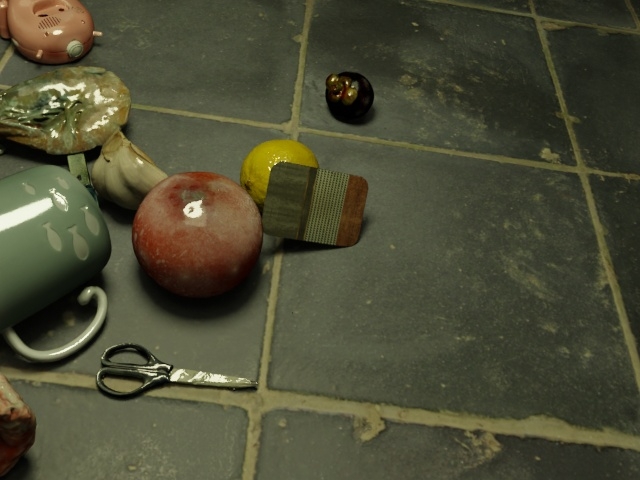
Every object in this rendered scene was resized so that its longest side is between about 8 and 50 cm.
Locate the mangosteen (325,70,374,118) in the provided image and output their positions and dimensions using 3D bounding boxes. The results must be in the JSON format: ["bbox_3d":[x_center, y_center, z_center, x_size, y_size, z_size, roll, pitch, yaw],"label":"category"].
[{"bbox_3d":[0.070,-0.396,1.789,0.137,0.137,0.151,45,16,26],"label":"mangosteen"}]

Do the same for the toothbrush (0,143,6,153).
[{"bbox_3d":[-0.920,-0.291,1.600,0.386,0.040,0.040,28,51,8],"label":"toothbrush"}]

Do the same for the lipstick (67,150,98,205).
[{"bbox_3d":[-0.551,-0.138,1.522,0.051,0.051,0.312,-8,48,-23],"label":"lipstick"}]

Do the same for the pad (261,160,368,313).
[{"bbox_3d":[-0.012,0.003,1.459,0.249,0.055,0.324,7,79,-28],"label":"pad"}]

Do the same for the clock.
[{"bbox_3d":[-0.738,-0.593,1.820,0.227,0.142,0.241,-33,66,-32],"label":"clock"}]

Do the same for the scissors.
[{"bbox_3d":[-0.268,0.256,1.254,0.299,0.022,0.109,8,53,-5],"label":"scissors"}]

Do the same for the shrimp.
[{"bbox_3d":[-0.664,-0.283,1.554,0.445,0.110,0.221,-19,77,-17],"label":"shrimp"}]

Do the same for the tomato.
[{"bbox_3d":[-0.250,-0.019,1.353,0.270,0.227,0.270,4,55,-5],"label":"tomato"}]

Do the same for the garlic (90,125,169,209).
[{"bbox_3d":[-0.426,-0.139,1.479,0.143,0.178,0.229,-50,36,-10],"label":"garlic"}]

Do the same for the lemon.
[{"bbox_3d":[-0.087,-0.145,1.527,0.203,0.178,0.178,-15,53,-37],"label":"lemon"}]

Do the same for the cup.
[{"bbox_3d":[-0.539,0.047,1.260,0.274,0.259,0.357,-35,94,-33],"label":"cup"}]

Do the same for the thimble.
[{"bbox_3d":[-0.580,0.301,1.027,0.162,0.239,0.239,39,54,23],"label":"thimble"}]
